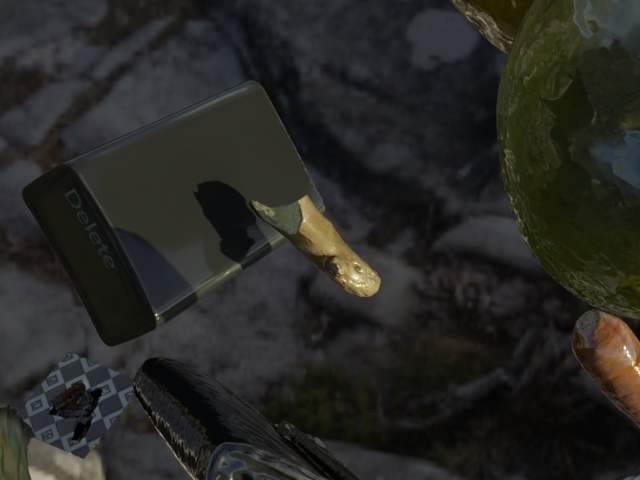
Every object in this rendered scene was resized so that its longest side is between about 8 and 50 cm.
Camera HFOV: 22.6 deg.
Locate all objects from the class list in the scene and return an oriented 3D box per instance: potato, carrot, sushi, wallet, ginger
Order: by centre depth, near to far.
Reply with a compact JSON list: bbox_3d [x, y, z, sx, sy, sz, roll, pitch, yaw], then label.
[{"bbox_3d":[0.167,-0.074,0.674,0.169,0.248,0.143,34,37,14],"label":"potato"},{"bbox_3d":[-0.021,0.181,1.219,0.228,0.406,0.062,31,87,-14],"label":"wallet"},{"bbox_3d":[0.261,0.133,1.235,0.048,0.216,0.048,-33,26,18],"label":"carrot"},{"bbox_3d":[-0.001,0.001,1.404,0.137,0.057,0.044,43,68,-5],"label":"ginger"},{"bbox_3d":[-0.280,0.197,1.858,0.126,0.026,0.120,17,55,32],"label":"sushi"}]

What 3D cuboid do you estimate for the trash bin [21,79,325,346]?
[{"bbox_3d":[-0.126,-0.032,1.466,0.225,0.115,0.165,-31,95,-34],"label":"trash bin"}]

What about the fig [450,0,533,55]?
[{"bbox_3d":[0.252,-0.299,1.346,0.343,0.343,0.343,3,44,-3],"label":"fig"}]

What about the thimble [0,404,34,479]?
[{"bbox_3d":[-0.248,0.181,0.728,0.270,0.271,0.150,-10,68,-15],"label":"thimble"}]

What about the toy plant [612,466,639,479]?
[{"bbox_3d":[0.219,0.140,0.614,0.185,0.400,0.279,39,67,-1],"label":"toy plant"}]
